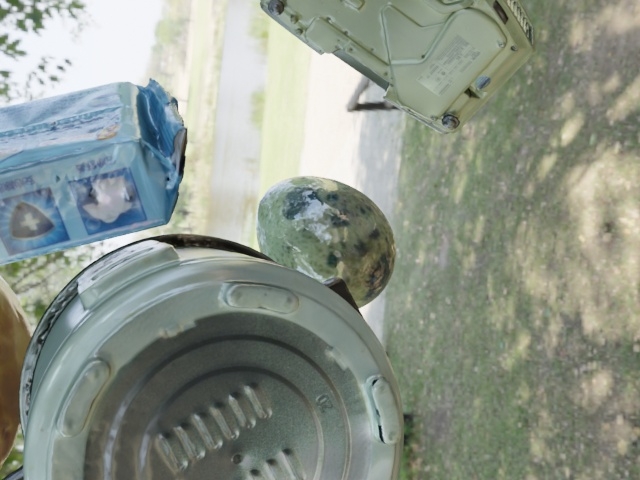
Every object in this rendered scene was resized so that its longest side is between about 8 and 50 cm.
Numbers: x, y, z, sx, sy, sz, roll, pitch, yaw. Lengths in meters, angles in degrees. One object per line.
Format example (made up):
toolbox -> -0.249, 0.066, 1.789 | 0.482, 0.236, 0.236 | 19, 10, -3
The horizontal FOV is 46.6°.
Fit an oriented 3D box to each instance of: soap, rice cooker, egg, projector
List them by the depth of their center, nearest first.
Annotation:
rice cooker -> -0.082, 0.116, 0.512 | 0.241, 0.281, 0.227 | 60, 165, -11
soap -> -0.237, -0.041, 0.537 | 0.156, 0.294, 0.077 | -116, 14, -59
projector -> 0.090, -0.246, 0.779 | 0.193, 0.270, 0.088 | -48, 18, 37
egg -> 0.000, 0.000, 0.826 | 0.182, 0.141, 0.141 | 42, 137, 28

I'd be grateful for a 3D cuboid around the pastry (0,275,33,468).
pastry -> -0.460, 0.127, 0.727 | 0.388, 0.313, 0.388 | -4, -90, -88
